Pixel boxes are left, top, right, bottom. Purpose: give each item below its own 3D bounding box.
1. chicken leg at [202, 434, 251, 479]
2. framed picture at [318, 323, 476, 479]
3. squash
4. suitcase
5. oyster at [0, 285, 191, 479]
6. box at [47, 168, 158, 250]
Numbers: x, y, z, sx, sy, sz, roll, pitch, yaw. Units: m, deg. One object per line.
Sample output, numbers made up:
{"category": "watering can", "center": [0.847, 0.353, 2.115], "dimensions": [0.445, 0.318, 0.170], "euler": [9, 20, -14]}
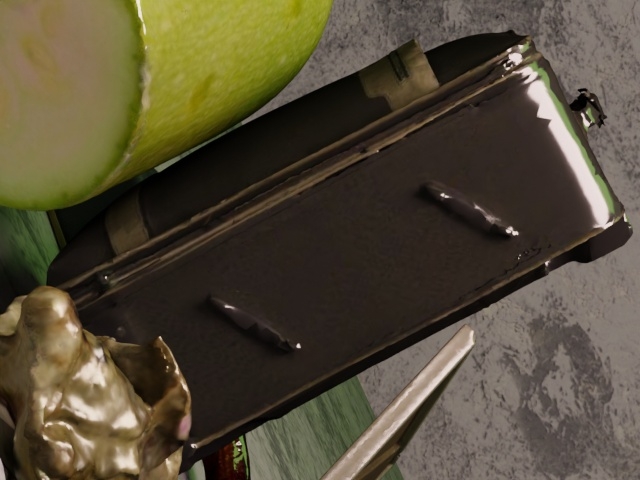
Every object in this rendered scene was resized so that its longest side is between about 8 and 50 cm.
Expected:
{"category": "chicken leg", "center": [-0.095, 0.136, 1.701], "dimensions": [0.407, 0.096, 0.158], "euler": [-101, -175, -62]}
{"category": "framed picture", "center": [0.015, 0.187, 1.376], "dimensions": [0.020, 0.211, 0.289], "euler": [41, -24, 9]}
{"category": "squash", "center": [-0.118, -0.167, 1.267], "dimensions": [0.210, 0.234, 0.309], "euler": [37, 34, 8]}
{"category": "suitcase", "center": [0.000, 0.000, 1.321], "dimensions": [0.194, 0.434, 0.283], "euler": [63, 5, -5]}
{"category": "oyster", "center": [-0.121, 0.136, 0.944], "dimensions": [0.221, 0.096, 0.361], "euler": [-128, -152, -47]}
{"category": "box", "center": [-0.151, 0.028, 1.599], "dimensions": [0.144, 0.090, 0.201], "euler": [53, 14, -64]}
